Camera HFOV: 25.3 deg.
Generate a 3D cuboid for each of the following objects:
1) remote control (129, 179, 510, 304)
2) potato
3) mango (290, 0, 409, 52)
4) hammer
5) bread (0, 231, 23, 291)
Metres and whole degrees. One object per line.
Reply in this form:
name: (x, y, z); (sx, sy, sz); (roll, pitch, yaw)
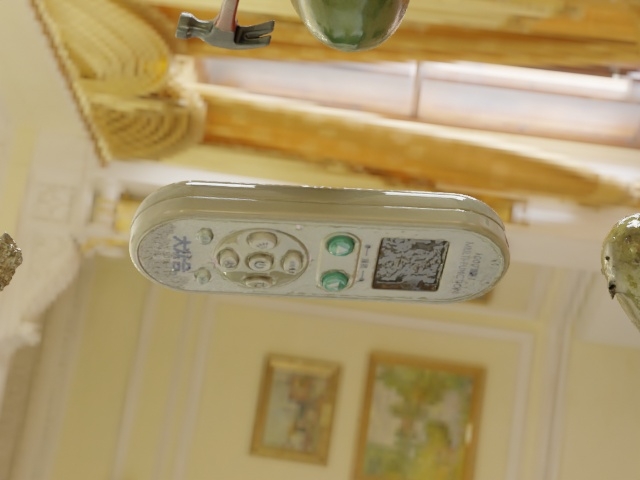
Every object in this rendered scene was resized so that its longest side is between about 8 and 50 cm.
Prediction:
remote control: (0.000, 0.000, 0.833); (0.078, 0.221, 0.042); (98, 172, -49)
potato: (0.333, 0.046, 1.413); (0.188, 0.085, 0.105); (58, -147, -33)
mango: (0.015, -0.181, 0.869); (0.194, 0.092, 0.130); (-91, 3, -48)
hammer: (-0.094, -0.285, 1.567); (0.287, 0.111, 0.033); (116, 165, -69)
bread: (-0.232, 0.021, 0.871); (0.083, 0.070, 0.035); (-47, -42, -27)
